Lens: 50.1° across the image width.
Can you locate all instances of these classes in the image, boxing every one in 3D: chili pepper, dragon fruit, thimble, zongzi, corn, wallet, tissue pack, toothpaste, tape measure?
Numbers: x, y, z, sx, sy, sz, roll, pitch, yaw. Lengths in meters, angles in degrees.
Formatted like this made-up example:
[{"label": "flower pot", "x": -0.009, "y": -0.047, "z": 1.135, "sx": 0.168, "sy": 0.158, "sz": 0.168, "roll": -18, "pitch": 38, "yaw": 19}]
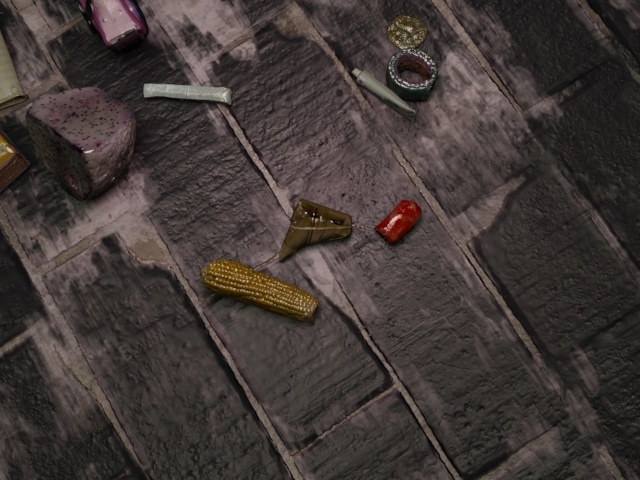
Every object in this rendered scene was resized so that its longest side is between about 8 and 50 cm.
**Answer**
[{"label": "chili pepper", "x": 0.204, "y": -0.052, "z": 1.771, "sx": 0.073, "sy": 0.070, "sz": 0.123, "roll": 41, "pitch": 87, "yaw": 25}, {"label": "dragon fruit", "x": -0.599, "y": -0.254, "z": 1.790, "sx": 0.282, "sy": 0.204, "sz": 0.221, "roll": 33, "pitch": 55, "yaw": 23}, {"label": "thimble", "x": 0.242, "y": -0.441, "z": 1.820, "sx": 0.135, "sy": 0.090, "sz": 0.119, "roll": 21, "pitch": 83, "yaw": 5}, {"label": "zongzi", "x": 0.000, "y": 0.000, "z": 1.784, "sx": 0.188, "sy": 0.081, "sz": 0.178, "roll": 18, "pitch": 104, "yaw": -8}, {"label": "corn", "x": -0.158, "y": 0.128, "z": 1.751, "sx": 0.319, "sy": 0.097, "sz": 0.097, "roll": 20, "pitch": 82, "yaw": 4}, {"label": "wallet", "x": -0.970, "y": -0.496, "z": 1.907, "sx": 0.223, "sy": 0.077, "sz": 0.310, "roll": -22, "pitch": 81, "yaw": -4}, {"label": "tissue pack", "x": -0.942, "y": -0.195, "z": 1.820, "sx": 0.271, "sy": 0.134, "sz": 0.192, "roll": -44, "pitch": 80, "yaw": -5}, {"label": "toothpaste", "x": 0.171, "y": -0.393, "z": 1.836, "sx": 0.218, "sy": 0.064, "sz": 0.041, "roll": 41, "pitch": 81, "yaw": 12}, {"label": "tape measure", "x": -0.564, "y": -0.617, "z": 1.814, "sx": 0.149, "sy": 0.245, "sz": 0.232, "roll": -31, "pitch": 96, "yaw": -3}]

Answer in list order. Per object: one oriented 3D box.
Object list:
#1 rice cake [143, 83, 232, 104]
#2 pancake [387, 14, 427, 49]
[{"label": "rice cake", "x": -0.363, "y": -0.402, "z": 1.870, "sx": 0.245, "sy": 0.042, "sz": 0.045, "roll": 6, "pitch": 92, "yaw": 5}, {"label": "pancake", "x": 0.238, "y": -0.573, "z": 1.879, "sx": 0.107, "sy": 0.017, "sz": 0.108, "roll": -1, "pitch": 77, "yaw": 2}]
